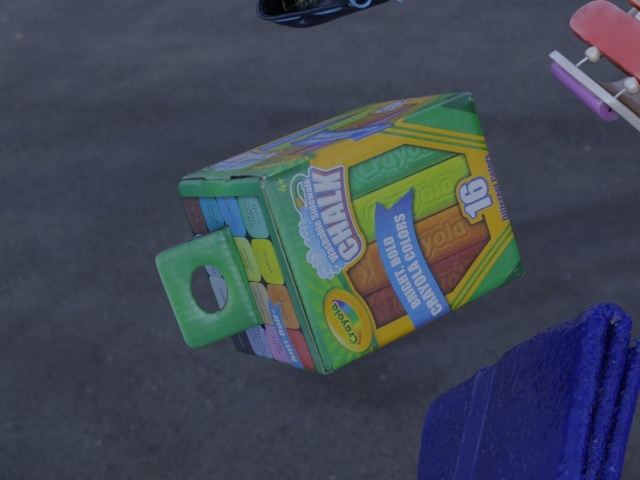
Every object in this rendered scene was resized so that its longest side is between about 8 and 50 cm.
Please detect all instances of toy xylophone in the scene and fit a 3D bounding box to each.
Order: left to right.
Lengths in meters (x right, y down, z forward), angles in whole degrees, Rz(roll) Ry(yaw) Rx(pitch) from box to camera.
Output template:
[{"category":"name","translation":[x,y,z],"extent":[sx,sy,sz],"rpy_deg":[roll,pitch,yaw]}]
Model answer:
[{"category":"toy xylophone","translation":[0.336,-0.210,1.005],"extent":[0.323,0.081,0.236],"rpy_deg":[-42,31,0]}]

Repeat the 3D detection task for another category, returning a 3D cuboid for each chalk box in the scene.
[{"category":"chalk box","translation":[0.000,0.000,1.066],"extent":[0.289,0.180,0.179],"rpy_deg":[-25,14,-27]}]

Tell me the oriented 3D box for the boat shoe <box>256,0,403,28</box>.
[{"category":"boat shoe","translation":[0.029,-0.292,1.350],"extent":[0.089,0.109,0.258],"rpy_deg":[-23,-4,-43]}]

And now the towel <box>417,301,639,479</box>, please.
[{"category":"towel","translation":[0.176,0.204,1.085],"extent":[0.076,0.308,0.227],"rpy_deg":[24,59,-13]}]
